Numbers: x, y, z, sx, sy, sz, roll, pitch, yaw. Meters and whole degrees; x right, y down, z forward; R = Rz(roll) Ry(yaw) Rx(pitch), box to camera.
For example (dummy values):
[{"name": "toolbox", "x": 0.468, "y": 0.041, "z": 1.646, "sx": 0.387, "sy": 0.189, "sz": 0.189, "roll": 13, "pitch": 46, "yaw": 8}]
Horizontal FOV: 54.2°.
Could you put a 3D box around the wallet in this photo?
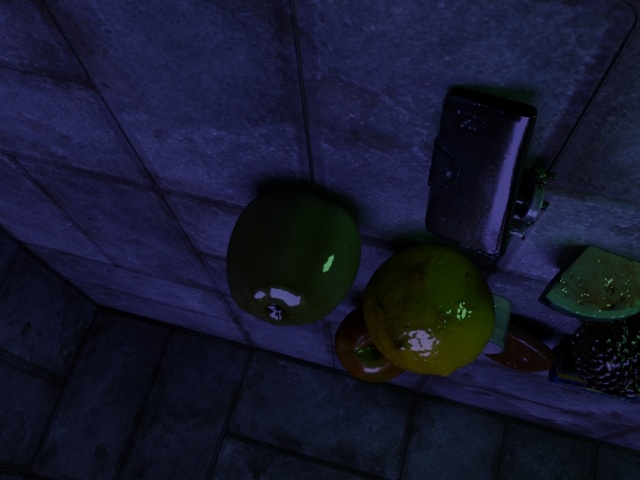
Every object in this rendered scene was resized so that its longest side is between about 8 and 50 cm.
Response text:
[{"name": "wallet", "x": 0.280, "y": -0.116, "z": 1.137, "sx": 0.172, "sy": 0.045, "sz": 0.318, "roll": 22, "pitch": 136, "yaw": 23}]

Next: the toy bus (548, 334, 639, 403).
[{"name": "toy bus", "x": 0.914, "y": 0.420, "z": 2.048, "sx": 0.287, "sy": 0.138, "sz": 0.175, "roll": 12, "pitch": 157, "yaw": 11}]

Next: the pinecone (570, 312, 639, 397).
[{"name": "pinecone", "x": 0.838, "y": 0.307, "z": 1.728, "sx": 0.292, "sy": 0.246, "sz": 0.246, "roll": 15, "pitch": 164, "yaw": -39}]

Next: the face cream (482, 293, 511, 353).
[{"name": "face cream", "x": 0.492, "y": 0.257, "z": 1.944, "sx": 0.177, "sy": 0.153, "sz": 0.177, "roll": 15, "pitch": 160, "yaw": 6}]

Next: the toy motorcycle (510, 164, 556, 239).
[{"name": "toy motorcycle", "x": 0.344, "y": -0.084, "z": 1.278, "sx": 0.205, "sy": 0.127, "sz": 0.275, "roll": 17, "pitch": 165, "yaw": 1}]

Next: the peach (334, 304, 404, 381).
[{"name": "peach", "x": 0.202, "y": 0.370, "z": 2.273, "sx": 0.307, "sy": 0.308, "sz": 0.332, "roll": 14, "pitch": 174, "yaw": 7}]

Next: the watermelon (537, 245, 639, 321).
[{"name": "watermelon", "x": 0.654, "y": 0.109, "z": 1.475, "sx": 0.260, "sy": 0.256, "sz": 0.176, "roll": 23, "pitch": 115, "yaw": 5}]

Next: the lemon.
[{"name": "lemon", "x": 0.290, "y": 0.194, "z": 1.680, "sx": 0.349, "sy": 0.350, "sz": 0.387, "roll": 7, "pitch": 148, "yaw": 24}]

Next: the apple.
[{"name": "apple", "x": -0.068, "y": 0.048, "z": 1.628, "sx": 0.357, "sy": 0.357, "sz": 0.357, "roll": 15, "pitch": 158, "yaw": 6}]

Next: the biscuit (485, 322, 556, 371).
[{"name": "biscuit", "x": 0.626, "y": 0.345, "z": 2.135, "sx": 0.314, "sy": 0.063, "sz": 0.367, "roll": 35, "pitch": 164, "yaw": -1}]
